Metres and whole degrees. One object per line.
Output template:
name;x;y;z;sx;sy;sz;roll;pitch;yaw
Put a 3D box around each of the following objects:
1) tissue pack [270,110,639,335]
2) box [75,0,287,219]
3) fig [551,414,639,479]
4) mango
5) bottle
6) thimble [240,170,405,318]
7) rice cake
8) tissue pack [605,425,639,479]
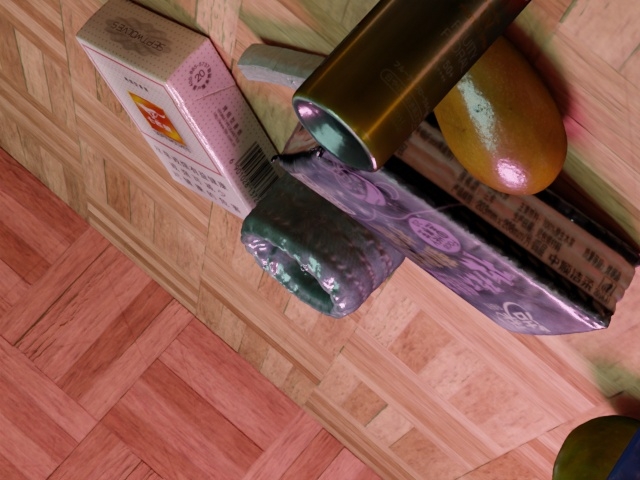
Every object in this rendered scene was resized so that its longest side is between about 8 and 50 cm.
tissue pack;0.139;-0.030;1.651;0.361;0.122;0.259;33;169;-11
box;-0.187;-0.180;2.170;0.210;0.095;0.330;29;161;39
fig;0.432;0.329;1.923;0.275;0.206;0.206;1;140;39
mango;0.156;-0.138;1.446;0.227;0.099;0.136;58;167;-22
bottle;0.100;-0.176;1.097;0.082;0.286;0.082;38;165;12
thimble;0.000;0.000;2.115;0.198;0.143;0.235;51;164;-30
rice cake;-0.013;-0.194;1.791;0.245;0.045;0.042;22;157;51
tissue pack;0.386;0.241;1.579;0.137;0.270;0.209;31;163;28
